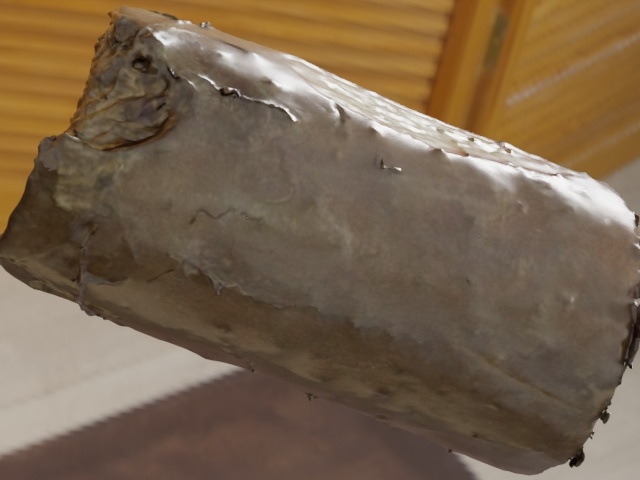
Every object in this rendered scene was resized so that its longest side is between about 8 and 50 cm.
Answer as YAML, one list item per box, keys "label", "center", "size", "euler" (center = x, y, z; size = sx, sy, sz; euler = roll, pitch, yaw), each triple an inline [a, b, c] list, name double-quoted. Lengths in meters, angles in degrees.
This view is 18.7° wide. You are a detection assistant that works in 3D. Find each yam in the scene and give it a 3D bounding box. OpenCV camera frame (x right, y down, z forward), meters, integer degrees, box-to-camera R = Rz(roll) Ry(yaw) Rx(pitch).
- label: "yam"
  center: [0.000, 0.001, 0.759]
  size: [0.238, 0.129, 0.128]
  euler: [20, 16, -11]
